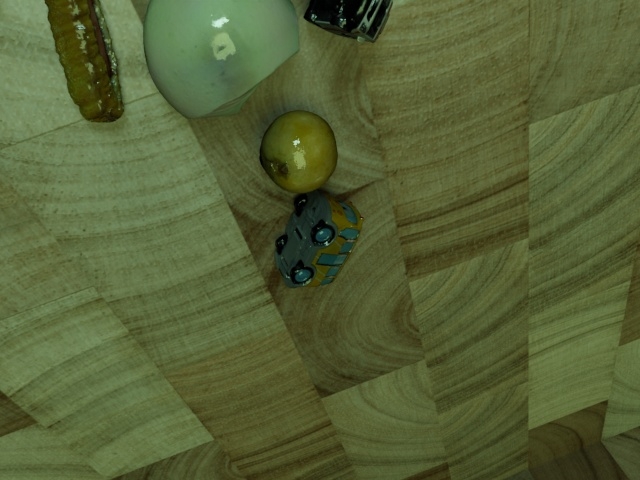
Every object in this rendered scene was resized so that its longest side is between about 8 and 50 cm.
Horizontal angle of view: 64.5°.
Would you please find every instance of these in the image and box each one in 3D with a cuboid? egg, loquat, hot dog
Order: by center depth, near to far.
[{"bbox_3d":[-0.364,-0.313,0.765,0.083,0.068,0.288,-5,128,-5],"label":"hot dog"},{"bbox_3d":[-0.162,-0.297,0.777,0.271,0.161,0.206,-44,127,15],"label":"egg"},{"bbox_3d":[-0.038,-0.161,0.928,0.137,0.163,0.163,-8,139,36],"label":"loquat"}]

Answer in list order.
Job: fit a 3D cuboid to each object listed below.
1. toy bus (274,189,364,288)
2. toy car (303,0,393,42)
[{"bbox_3d":[0.000,0.000,1.076,0.136,0.126,0.209,8,123,-33],"label":"toy bus"},{"bbox_3d":[0.055,-0.351,0.774,0.108,0.209,0.089,21,105,-27],"label":"toy car"}]
